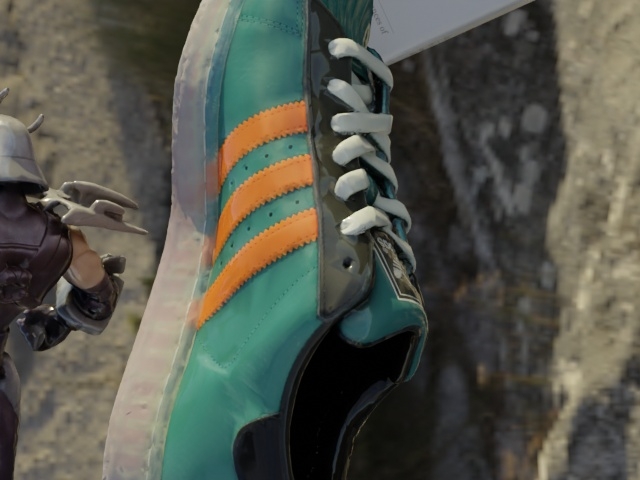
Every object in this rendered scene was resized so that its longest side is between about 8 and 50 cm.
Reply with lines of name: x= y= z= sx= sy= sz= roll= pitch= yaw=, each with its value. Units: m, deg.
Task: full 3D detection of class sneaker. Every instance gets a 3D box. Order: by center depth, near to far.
sneaker: x=0.000 y=0.000 z=0.754 sx=0.121 sy=0.108 sz=0.302 roll=4 pitch=77 yaw=29

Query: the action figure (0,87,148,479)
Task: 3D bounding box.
action figure: x=-0.182 y=0.065 z=0.843 sx=0.099 sy=0.185 sz=0.285 roll=24 pitch=104 yaw=54

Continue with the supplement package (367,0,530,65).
supplement package: x=0.106 y=-0.229 z=1.008 sx=0.293 sy=0.175 sz=0.177 roll=-24 pitch=95 yaw=6
